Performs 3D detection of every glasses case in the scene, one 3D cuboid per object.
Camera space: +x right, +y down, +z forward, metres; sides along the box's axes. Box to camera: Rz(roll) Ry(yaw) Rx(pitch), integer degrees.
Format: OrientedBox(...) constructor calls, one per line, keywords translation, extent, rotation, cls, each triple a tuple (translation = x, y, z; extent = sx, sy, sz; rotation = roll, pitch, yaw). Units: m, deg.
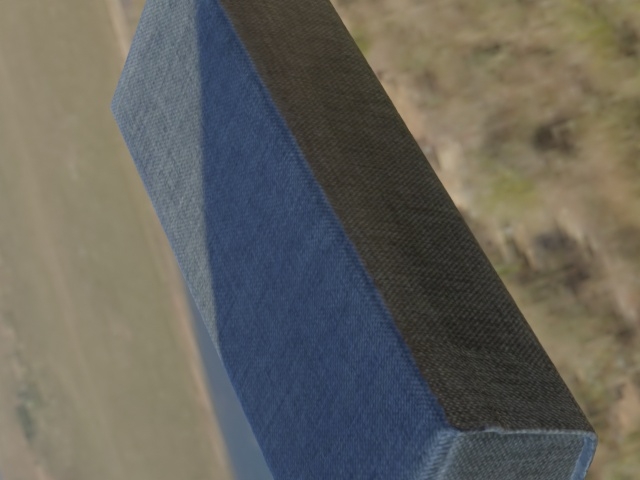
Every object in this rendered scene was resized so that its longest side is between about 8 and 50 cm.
OrientedBox(translation=(0.000, 0.000, 0.484), extent=(0.205, 0.047, 0.071), rotation=(61, 138, 43), cls="glasses case")
